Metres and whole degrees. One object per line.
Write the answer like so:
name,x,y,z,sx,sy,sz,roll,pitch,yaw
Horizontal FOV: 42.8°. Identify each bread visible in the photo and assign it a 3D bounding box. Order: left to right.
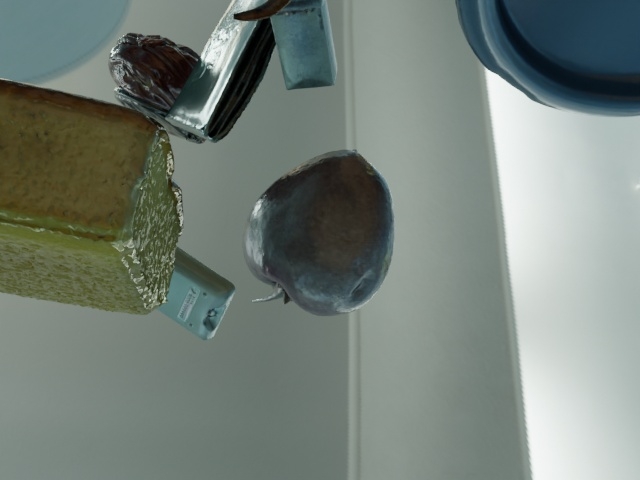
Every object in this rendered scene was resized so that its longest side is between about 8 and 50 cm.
bread,-0.312,-0.040,0.795,0.333,0.323,0.143,11,-108,-3

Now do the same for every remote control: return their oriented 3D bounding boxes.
remote control,-0.255,0.026,1.095,0.293,0.103,0.051,31,-148,6

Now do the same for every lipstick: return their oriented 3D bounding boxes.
lipstick,-0.034,-0.329,1.015,0.076,0.289,0.077,-3,-137,8

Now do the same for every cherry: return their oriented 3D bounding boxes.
cherry,0.000,0.000,1.120,0.213,0.266,0.184,30,-172,33

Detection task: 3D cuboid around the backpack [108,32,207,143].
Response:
backpack,-0.273,-0.277,1.437,0.229,0.229,0.139,32,-104,0

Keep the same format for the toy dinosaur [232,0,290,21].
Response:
toy dinosaur,0.091,-0.384,0.872,0.097,0.432,0.208,11,-109,-57

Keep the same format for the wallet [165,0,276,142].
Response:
wallet,-0.128,-0.288,1.227,0.054,0.251,0.290,27,-88,-25

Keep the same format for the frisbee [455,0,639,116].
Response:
frisbee,0.191,-0.152,0.329,0.290,0.289,0.049,-1,-118,-19
